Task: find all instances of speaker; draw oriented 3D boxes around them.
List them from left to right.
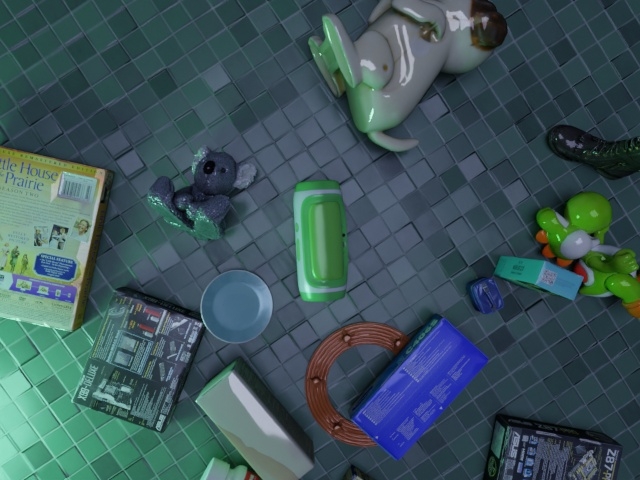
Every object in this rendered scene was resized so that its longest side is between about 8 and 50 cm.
[{"bbox_3d":[0.000,0.000,1.280,0.131,0.131,0.296,-3,92,-3],"label":"speaker"}]

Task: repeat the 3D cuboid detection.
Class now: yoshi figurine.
[{"bbox_3d":[0.734,0.013,1.292,0.362,0.203,0.203,40,74,-1],"label":"yoshi figurine"}]

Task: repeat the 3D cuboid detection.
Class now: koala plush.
[{"bbox_3d":[-0.279,-0.128,1.258,0.196,0.203,0.221,18,70,9],"label":"koala plush"}]

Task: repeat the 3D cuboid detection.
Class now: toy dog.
[{"bbox_3d":[0.233,-0.454,1.205,0.408,0.284,0.395,-29,93,-4],"label":"toy dog"}]

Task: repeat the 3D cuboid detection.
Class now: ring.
[{"bbox_3d":[0.126,0.386,1.342,0.337,0.032,0.336,0,91,-2],"label":"ring"}]

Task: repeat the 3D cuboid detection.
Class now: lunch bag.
[{"bbox_3d":[0.435,0.148,1.333,0.067,0.065,0.098,-25,92,-2],"label":"lunch bag"}]

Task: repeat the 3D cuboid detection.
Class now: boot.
[{"bbox_3d":[0.732,-0.232,1.254,0.263,0.229,0.091,25,90,-3],"label":"boot"}]

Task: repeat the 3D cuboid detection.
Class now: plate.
[{"bbox_3d":[-0.215,0.170,1.302,0.188,0.024,0.188,3,82,-22],"label":"plate"}]

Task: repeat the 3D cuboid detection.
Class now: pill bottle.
[{"bbox_3d":[-0.174,0.672,1.271,0.283,0.161,0.161,28,90,-3],"label":"pill bottle"}]

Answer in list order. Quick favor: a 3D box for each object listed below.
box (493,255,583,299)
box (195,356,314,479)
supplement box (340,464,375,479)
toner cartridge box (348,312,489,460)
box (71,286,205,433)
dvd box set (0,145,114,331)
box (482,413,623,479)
[{"bbox_3d":[0.526,0.087,1.246,0.101,0.244,0.060,23,90,-3],"label":"box"},{"bbox_3d":[-0.158,0.460,1.275,0.121,0.148,0.311,-40,91,-1],"label":"box"},{"bbox_3d":[0.096,0.659,1.335,0.083,0.056,0.083,35,90,-3],"label":"supplement box"},{"bbox_3d":[0.248,0.371,1.295,0.165,0.075,0.348,43,89,-2],"label":"toner cartridge box"},{"bbox_3d":[-0.454,0.303,1.291,0.243,0.076,0.307,20,90,-3],"label":"box"},{"bbox_3d":[-0.722,-0.007,1.278,0.308,0.062,0.419,12,91,-3],"label":"dvd box set"},{"bbox_3d":[0.593,0.690,1.340,0.319,0.097,0.394,10,91,-1],"label":"box"}]
